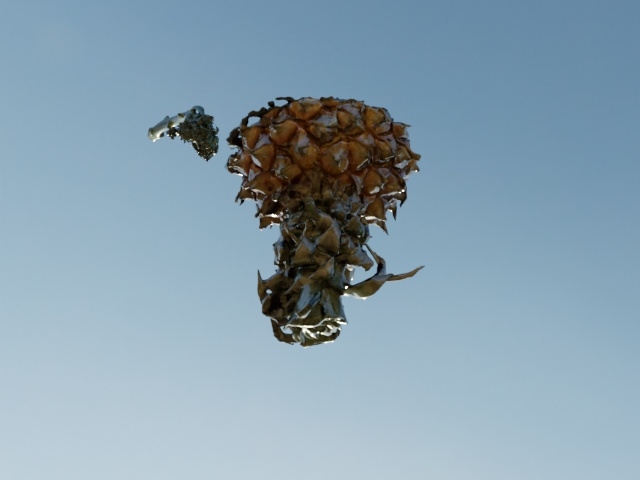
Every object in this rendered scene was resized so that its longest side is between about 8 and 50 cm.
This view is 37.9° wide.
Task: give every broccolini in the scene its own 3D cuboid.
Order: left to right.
[{"bbox_3d":[-0.151,-0.124,1.033,0.054,0.194,0.052,37,-96,-23],"label":"broccolini"}]

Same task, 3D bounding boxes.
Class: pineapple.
[{"bbox_3d":[0.000,0.000,1.142,0.262,0.272,0.263,1,-34,1],"label":"pineapple"}]
